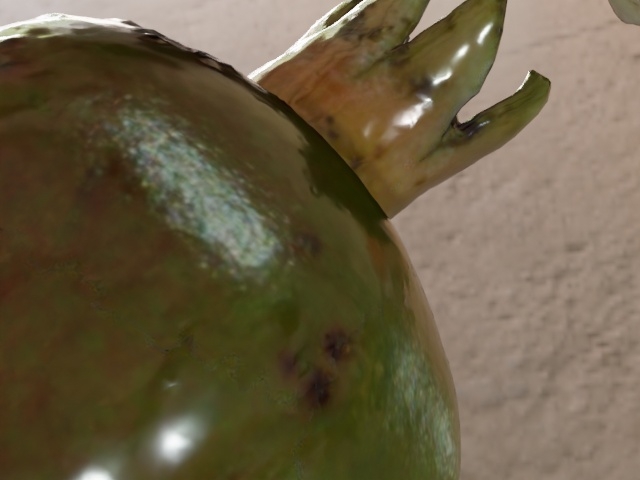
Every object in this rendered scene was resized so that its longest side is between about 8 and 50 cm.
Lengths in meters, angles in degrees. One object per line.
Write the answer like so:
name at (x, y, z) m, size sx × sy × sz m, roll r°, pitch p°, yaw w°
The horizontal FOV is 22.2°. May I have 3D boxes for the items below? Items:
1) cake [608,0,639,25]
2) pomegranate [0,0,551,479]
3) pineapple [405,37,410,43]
cake at (0.183, -0.161, 0.564) m, size 0.220 × 0.086 × 0.117 m, roll -39°, pitch 59°, yaw 8°
pomegranate at (-0.036, 0.028, 0.414) m, size 0.246 × 0.198 × 0.198 m, roll -25°, pitch 36°, yaw -2°
pineapple at (0.000, 0.000, 1.284) m, size 0.169 × 0.340 × 0.169 m, roll 9°, pitch 12°, yaw -2°
